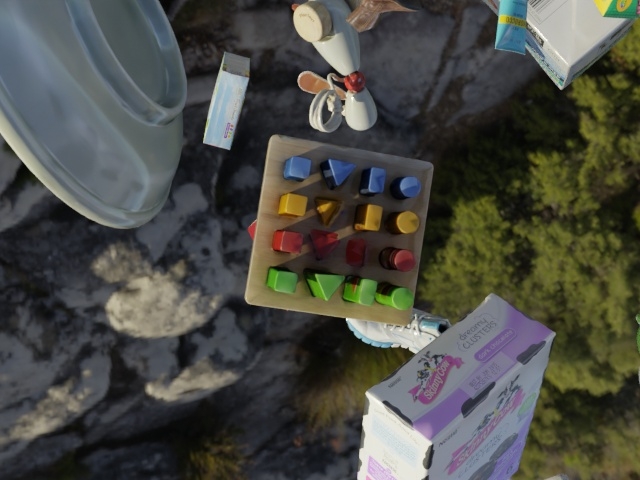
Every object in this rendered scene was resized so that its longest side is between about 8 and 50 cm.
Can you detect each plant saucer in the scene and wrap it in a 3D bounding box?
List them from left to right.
[{"bbox_3d":[-0.238,-0.214,0.954,0.100,0.400,0.400,-21,149,14],"label":"plant saucer"}]

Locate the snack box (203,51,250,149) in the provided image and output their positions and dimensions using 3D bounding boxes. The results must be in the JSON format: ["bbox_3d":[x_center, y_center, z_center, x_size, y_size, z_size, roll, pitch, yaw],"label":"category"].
[{"bbox_3d":[-0.214,-0.325,2.037,0.070,0.207,0.174,14,112,-11],"label":"snack box"}]

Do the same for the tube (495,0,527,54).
[{"bbox_3d":[0.387,-0.480,1.772,0.080,0.207,0.052,4,-179,-26],"label":"tube"}]

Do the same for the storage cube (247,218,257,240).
[{"bbox_3d":[0.000,0.000,1.777,0.183,0.193,0.215,-21,169,-32],"label":"storage cube"}]

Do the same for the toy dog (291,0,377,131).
[{"bbox_3d":[0.018,-0.407,1.942,0.220,0.161,0.334,-14,112,-39],"label":"toy dog"}]

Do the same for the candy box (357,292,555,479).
[{"bbox_3d":[0.112,0.168,0.765,0.165,0.070,0.196,-32,141,-32],"label":"candy box"}]

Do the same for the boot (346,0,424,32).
[{"bbox_3d":[0.107,-0.383,1.495,0.106,0.037,0.114,14,159,-12],"label":"boot"}]

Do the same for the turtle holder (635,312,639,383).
[{"bbox_3d":[0.550,0.177,1.063,0.320,0.227,0.243,0,-160,31],"label":"turtle holder"}]

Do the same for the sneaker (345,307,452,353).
[{"bbox_3d":[0.127,0.116,1.194,0.190,0.071,0.083,21,155,-6],"label":"sneaker"}]

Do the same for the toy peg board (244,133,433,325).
[{"bbox_3d":[0.025,-0.008,0.814,0.161,0.161,0.079,9,179,-11],"label":"toy peg board"}]

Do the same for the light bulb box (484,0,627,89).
[{"bbox_3d":[0.571,-0.594,2.167,0.225,0.358,0.361,-40,172,10],"label":"light bulb box"}]

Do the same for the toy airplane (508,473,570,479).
[{"bbox_3d":[0.378,0.556,1.540,0.384,0.272,0.386,3,147,-34],"label":"toy airplane"}]

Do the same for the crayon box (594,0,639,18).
[{"bbox_3d":[0.539,-0.535,1.492,0.081,0.165,0.278,-2,145,-16],"label":"crayon box"}]
